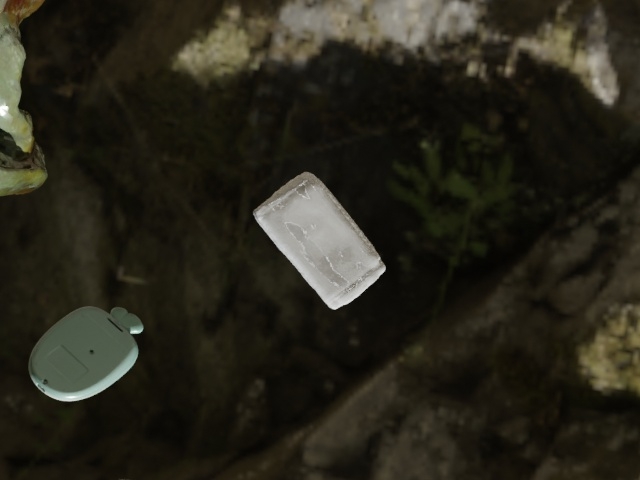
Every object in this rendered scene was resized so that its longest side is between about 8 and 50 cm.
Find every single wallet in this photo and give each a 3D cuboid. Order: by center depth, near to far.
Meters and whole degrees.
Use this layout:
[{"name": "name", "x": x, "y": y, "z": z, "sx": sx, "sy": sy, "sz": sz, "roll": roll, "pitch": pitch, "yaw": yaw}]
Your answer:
[{"name": "wallet", "x": 0.000, "y": 0.000, "z": 1.920, "sx": 0.183, "sy": 0.124, "sz": 0.032, "roll": 51, "pitch": 145, "yaw": 0}]

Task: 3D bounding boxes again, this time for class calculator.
[{"name": "calculator", "x": -0.259, "y": 0.122, "z": 1.562, "sx": 0.095, "sy": 0.153, "sz": 0.021, "roll": 41, "pitch": 141, "yaw": 10}]

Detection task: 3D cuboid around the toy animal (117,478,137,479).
[{"name": "toy animal", "x": -0.340, "y": 0.346, "z": 1.546, "sx": 0.325, "sy": 0.154, "sz": 0.208, "roll": -18, "pitch": 143, "yaw": -14}]

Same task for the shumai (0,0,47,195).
[{"name": "shumai", "x": -0.317, "y": -0.125, "z": 1.001, "sx": 0.272, "sy": 0.203, "sz": 0.222, "roll": -4, "pitch": -174, "yaw": 17}]
